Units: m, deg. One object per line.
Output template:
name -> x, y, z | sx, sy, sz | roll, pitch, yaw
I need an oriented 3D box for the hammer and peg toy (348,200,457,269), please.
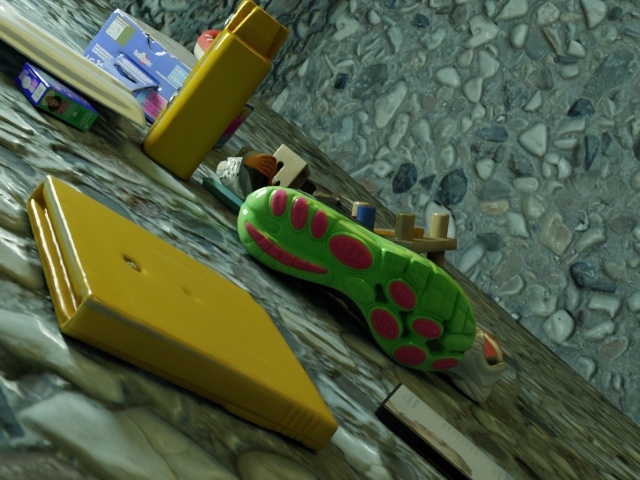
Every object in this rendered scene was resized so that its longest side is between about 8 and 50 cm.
hammer and peg toy -> 0.066, -0.011, 1.920 | 0.361, 0.127, 0.266 | 9, 6, 27

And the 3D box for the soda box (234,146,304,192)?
soda box -> -0.123, -0.140, 2.213 | 0.181, 0.061, 0.058 | 40, 9, 9

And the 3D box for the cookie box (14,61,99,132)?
cookie box -> -0.420, -0.227, 1.516 | 0.092, 0.040, 0.107 | 43, 9, 38

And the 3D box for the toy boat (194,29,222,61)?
toy boat -> -0.198, -0.442, 2.206 | 0.151, 0.151, 0.231 | 35, 9, -24

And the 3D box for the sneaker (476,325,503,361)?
sneaker -> 0.240, 0.168, 1.929 | 0.314, 0.116, 0.136 | 38, 12, 9

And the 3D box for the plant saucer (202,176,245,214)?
plant saucer -> -0.148, -0.057, 1.830 | 0.192, 0.018, 0.067 | 39, 8, 4

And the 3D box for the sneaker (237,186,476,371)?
sneaker -> 0.079, 0.047, 1.664 | 0.483, 0.185, 0.202 | 38, 12, -10

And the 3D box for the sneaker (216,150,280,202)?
sneaker -> -0.155, -0.125, 1.878 | 0.121, 0.099, 0.262 | 26, -12, 4

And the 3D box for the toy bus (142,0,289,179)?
toy bus -> -0.192, -0.280, 1.753 | 0.108, 0.333, 0.130 | 36, 8, -17

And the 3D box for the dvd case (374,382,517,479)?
dvd case -> 0.191, 0.301, 1.330 | 0.253, 0.022, 0.180 | 40, 8, 9

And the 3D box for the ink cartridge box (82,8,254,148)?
ink cartridge box -> -0.347, -0.357, 2.132 | 0.270, 0.151, 0.395 | 40, 7, 12

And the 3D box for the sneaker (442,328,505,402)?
sneaker -> 0.249, 0.199, 1.790 | 0.232, 0.115, 0.090 | 36, 9, -16

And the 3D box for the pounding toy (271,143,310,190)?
pounding toy -> -0.108, -0.138, 2.110 | 0.100, 0.141, 0.130 | 39, -6, 9

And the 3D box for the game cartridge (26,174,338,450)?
game cartridge -> -0.152, 0.078, 1.021 | 0.323, 0.053, 0.285 | 35, 9, -34

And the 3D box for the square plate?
square plate -> -0.465, -0.326, 1.681 | 0.344, 0.049, 0.347 | 33, 2, -23

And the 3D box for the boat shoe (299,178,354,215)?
boat shoe -> -0.010, -0.087, 2.305 | 0.285, 0.103, 0.092 | 37, 13, 16
